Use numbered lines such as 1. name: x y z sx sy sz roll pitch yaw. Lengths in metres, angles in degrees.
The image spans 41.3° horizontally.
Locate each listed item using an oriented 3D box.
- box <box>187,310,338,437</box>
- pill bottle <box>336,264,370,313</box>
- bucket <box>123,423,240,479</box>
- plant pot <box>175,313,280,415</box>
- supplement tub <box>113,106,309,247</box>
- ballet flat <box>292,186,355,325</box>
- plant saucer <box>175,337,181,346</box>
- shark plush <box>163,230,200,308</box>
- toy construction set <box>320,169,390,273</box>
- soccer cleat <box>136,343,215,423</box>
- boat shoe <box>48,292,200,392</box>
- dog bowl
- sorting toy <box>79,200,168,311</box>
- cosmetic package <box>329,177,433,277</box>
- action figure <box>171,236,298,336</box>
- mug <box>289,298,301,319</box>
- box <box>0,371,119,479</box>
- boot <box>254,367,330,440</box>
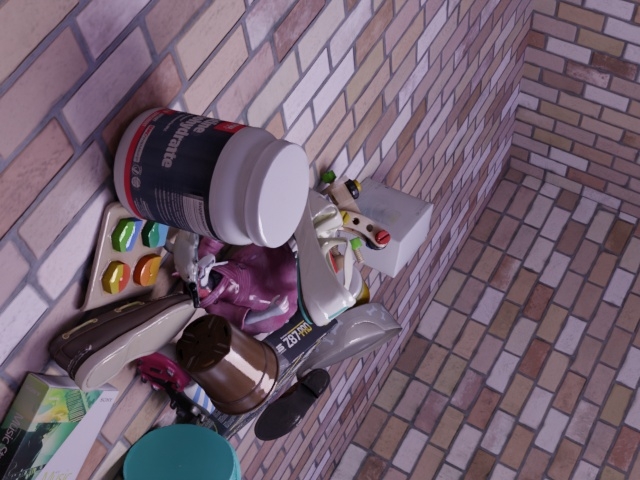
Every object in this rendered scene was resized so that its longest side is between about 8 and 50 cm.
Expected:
1. box: -0.155 0.348 2.065 0.395 0.097 0.318 -51 172 31
2. pill bottle: 0.076 0.158 2.556 0.136 0.136 0.246 -61 160 -12
3. bucket: -0.305 0.551 1.866 0.281 0.281 0.183 -43 145 -47
4. plant pot: -0.189 0.234 1.669 0.167 0.166 0.165 -58 141 -18
5. supplement tub: -0.175 -0.101 1.370 0.191 0.272 0.191 -46 143 -50
6. ballet flat: 0.000 0.000 1.860 0.139 0.139 0.400 84 -5 -55
7. plant saucer: -0.298 0.242 1.877 0.083 0.015 0.083 -52 157 -33
8. shark plush: -0.237 0.045 1.599 0.073 0.161 0.067 -28 157 5
9. toy construction set: 0.020 -0.046 2.119 0.309 0.257 0.237 -36 104 -82
10. soccer cleat: -0.290 0.263 1.786 0.331 0.115 0.143 74 33 -56
11. boat shoe: -0.343 0.159 1.531 0.324 0.096 0.117 -32 155 -54
12. dog bowl: 0.067 0.295 2.515 0.348 0.102 0.349 -25 165 -7
13. sorting toy: -0.330 0.023 1.500 0.193 0.038 0.208 -14 126 -66
14. cosmetic package: 0.171 -0.042 2.434 0.224 0.224 0.138 -46 153 -45
15. action figure: -0.199 0.080 1.794 0.275 0.248 0.370 -28 163 29
16. mug: -0.064 0.148 2.248 0.169 0.150 0.113 -5 87 -63
17. box: -0.496 0.389 1.480 0.322 0.058 0.232 -65 161 -3
18. boot: -0.095 0.469 2.403 0.264 0.096 0.280 -49 178 -19
